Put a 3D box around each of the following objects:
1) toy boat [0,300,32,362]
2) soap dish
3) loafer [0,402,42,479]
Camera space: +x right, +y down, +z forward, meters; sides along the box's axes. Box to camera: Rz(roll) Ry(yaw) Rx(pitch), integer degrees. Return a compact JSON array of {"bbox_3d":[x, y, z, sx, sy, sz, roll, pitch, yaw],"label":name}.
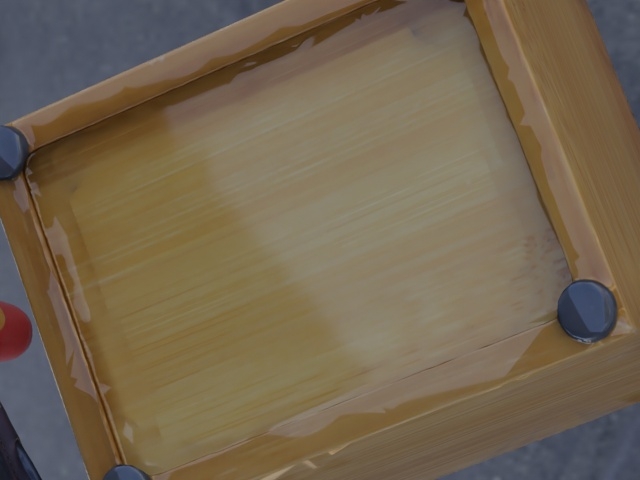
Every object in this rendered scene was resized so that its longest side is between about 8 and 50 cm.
[{"bbox_3d":[-0.154,0.075,1.391,0.318,0.148,0.268,2,86,19],"label":"toy boat"},{"bbox_3d":[0.000,0.000,0.827,0.290,0.118,0.229,-22,80,14],"label":"soap dish"},{"bbox_3d":[-0.211,0.050,0.862,0.109,0.095,0.302,-34,79,35],"label":"loafer"}]
